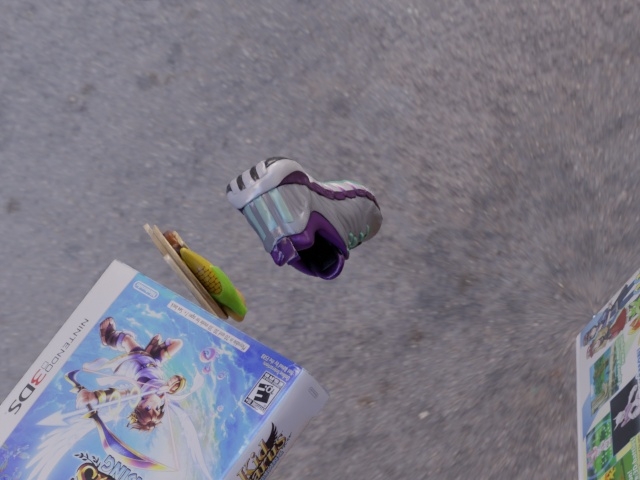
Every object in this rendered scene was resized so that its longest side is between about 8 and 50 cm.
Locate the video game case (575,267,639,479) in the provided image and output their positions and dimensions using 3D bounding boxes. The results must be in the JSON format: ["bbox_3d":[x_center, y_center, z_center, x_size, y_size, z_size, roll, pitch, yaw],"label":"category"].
[{"bbox_3d":[0.301,0.090,1.004,0.036,0.329,0.300,28,125,-10],"label":"video game case"}]

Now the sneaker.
[{"bbox_3d":[0.000,0.000,1.110,0.083,0.224,0.098,-34,68,21],"label":"sneaker"}]

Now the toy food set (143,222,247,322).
[{"bbox_3d":[-0.125,0.031,1.326,0.038,0.192,0.132,-38,109,-5],"label":"toy food set"}]

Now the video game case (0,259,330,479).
[{"bbox_3d":[-0.166,0.170,1.157,0.270,0.061,0.244,25,74,38],"label":"video game case"}]
